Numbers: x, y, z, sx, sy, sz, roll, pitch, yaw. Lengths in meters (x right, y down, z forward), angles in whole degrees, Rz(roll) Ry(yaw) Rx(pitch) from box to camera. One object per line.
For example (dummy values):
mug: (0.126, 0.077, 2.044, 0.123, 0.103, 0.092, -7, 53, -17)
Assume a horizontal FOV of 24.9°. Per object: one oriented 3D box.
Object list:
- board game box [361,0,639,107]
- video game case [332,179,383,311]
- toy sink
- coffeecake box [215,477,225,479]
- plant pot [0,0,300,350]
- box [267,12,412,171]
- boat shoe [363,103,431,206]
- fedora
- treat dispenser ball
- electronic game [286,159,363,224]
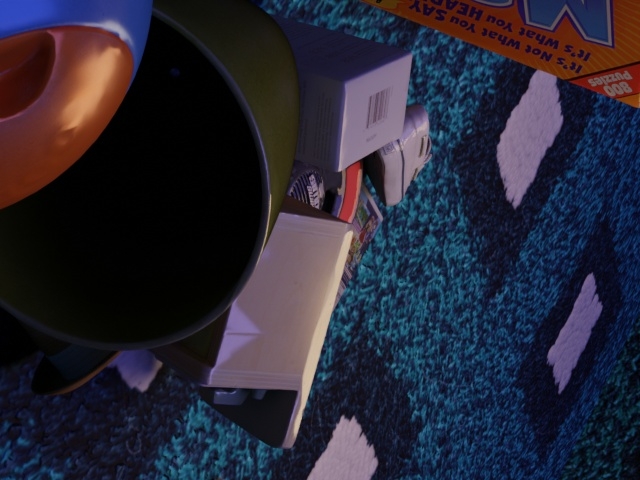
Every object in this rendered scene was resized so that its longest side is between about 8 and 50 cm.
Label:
board game box: (0.245, -0.424, 1.434, 0.356, 0.356, 0.356, -55, 158, -27)
video game case: (0.000, 0.000, 1.688, 0.183, 0.023, 0.201, -61, 151, -17)
toy sink: (-0.090, 0.066, 1.384, 0.131, 0.153, 0.234, 8, 102, -40)
coffeecake box: (-0.145, 0.382, 1.628, 0.185, 0.068, 0.142, -39, 141, -45)
plant pot: (-0.126, -0.097, 1.158, 0.293, 0.275, 0.274, -53, 153, -63)
box: (-0.019, -0.144, 1.382, 0.130, 0.170, 0.091, -31, 133, -52)
boat shoe: (0.093, -0.096, 1.650, 0.076, 0.083, 0.226, -26, 173, -4)
fedora: (-0.199, 0.043, 1.241, 0.079, 0.194, 0.194, 44, 63, -20)
treat dispenser ball: (-0.240, -0.150, 0.829, 0.288, 0.288, 0.288, -42, 142, -44)
electronic game: (-0.028, -0.048, 1.543, 0.229, 0.048, 0.229, -25, 123, -47)
